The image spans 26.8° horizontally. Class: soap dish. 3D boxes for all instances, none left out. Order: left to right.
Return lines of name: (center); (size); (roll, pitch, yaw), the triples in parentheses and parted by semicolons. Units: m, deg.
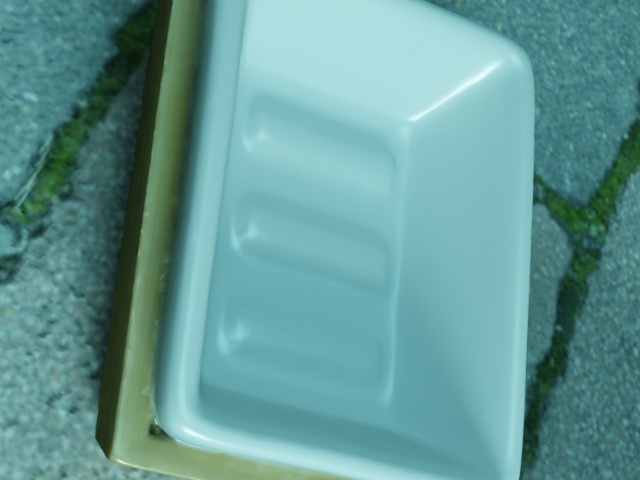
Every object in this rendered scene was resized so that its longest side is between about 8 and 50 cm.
soap dish: (0.000, 0.000, 0.718); (0.229, 0.118, 0.291); (17, 65, -29)
